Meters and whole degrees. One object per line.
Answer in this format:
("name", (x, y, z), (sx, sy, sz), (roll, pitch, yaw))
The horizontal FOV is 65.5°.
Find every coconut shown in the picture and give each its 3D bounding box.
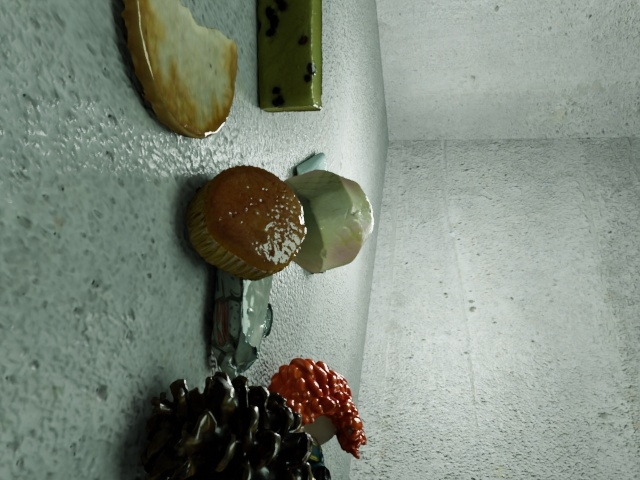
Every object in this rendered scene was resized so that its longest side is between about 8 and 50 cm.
("coconut", (-0.012, -0.045, 1.217), (0.259, 0.259, 0.259), (2, 90, -76))

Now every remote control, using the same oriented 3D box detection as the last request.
("remote control", (-0.019, -0.198, 1.529), (0.293, 0.051, 0.103), (-57, 146, -67))

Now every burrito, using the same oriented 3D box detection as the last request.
("burrito", (-0.144, 0.074, 0.946), (0.139, 0.101, 0.445), (35, 59, -69))

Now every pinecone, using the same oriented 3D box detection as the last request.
("pinecone", (-0.144, 0.322, 0.734), (0.257, 0.243, 0.243), (29, 60, -46))

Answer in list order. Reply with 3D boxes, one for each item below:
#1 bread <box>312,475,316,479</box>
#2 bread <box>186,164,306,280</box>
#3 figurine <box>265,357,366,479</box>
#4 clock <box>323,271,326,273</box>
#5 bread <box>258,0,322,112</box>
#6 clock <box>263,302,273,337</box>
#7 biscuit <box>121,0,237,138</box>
("bread", (-0.068, 0.556, 0.879), (0.242, 0.405, 0.345), (47, 58, -57))
("bread", (-0.119, -0.032, 0.842), (0.199, 0.104, 0.199), (10, 72, -33))
("figurine", (-0.043, 0.475, 1.131), (0.306, 0.241, 0.411), (126, -18, -65))
("clock", (0.000, 0.000, 1.639), (0.226, 0.049, 0.226), (3, 90, -77))
("bread", (-0.069, -0.472, 1.102), (0.077, 0.138, 0.361), (-29, 120, -72))
("clock", (-0.134, 0.189, 1.181), (0.085, 0.017, 0.085), (2, 90, -76))
("biscuit", (-0.207, -0.262, 0.768), (0.309, 0.040, 0.204), (-10, 102, -76))
